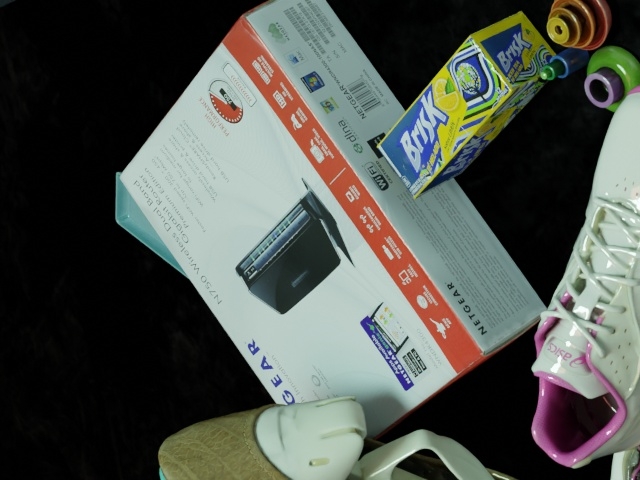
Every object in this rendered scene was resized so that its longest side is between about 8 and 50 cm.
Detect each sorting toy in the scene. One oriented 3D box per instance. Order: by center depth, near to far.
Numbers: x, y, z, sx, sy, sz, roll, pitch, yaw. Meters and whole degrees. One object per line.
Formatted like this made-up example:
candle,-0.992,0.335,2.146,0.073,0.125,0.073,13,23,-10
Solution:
sorting toy,0.185,-0.129,1.410,0.061,0.042,0.102,-18,101,55

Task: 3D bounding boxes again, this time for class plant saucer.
plant saucer,-0.130,0.003,1.922,0.192,0.018,0.067,35,139,29

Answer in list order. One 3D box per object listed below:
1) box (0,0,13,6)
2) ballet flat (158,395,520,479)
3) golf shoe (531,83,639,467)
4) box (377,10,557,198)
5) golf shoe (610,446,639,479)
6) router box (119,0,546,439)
box,-0.402,-0.328,1.774,0.296,0.294,0.183,37,139,30
ballet flat,0.039,0.195,1.652,0.124,0.342,0.116,-52,27,35
golf shoe,0.217,0.036,1.410,0.115,0.140,0.306,30,134,38
box,0.110,-0.100,1.510,0.054,0.059,0.169,55,145,11
golf shoe,0.242,0.228,1.582,0.086,0.067,0.186,23,132,42
router box,0.000,0.000,1.701,0.335,0.082,0.301,54,145,7
